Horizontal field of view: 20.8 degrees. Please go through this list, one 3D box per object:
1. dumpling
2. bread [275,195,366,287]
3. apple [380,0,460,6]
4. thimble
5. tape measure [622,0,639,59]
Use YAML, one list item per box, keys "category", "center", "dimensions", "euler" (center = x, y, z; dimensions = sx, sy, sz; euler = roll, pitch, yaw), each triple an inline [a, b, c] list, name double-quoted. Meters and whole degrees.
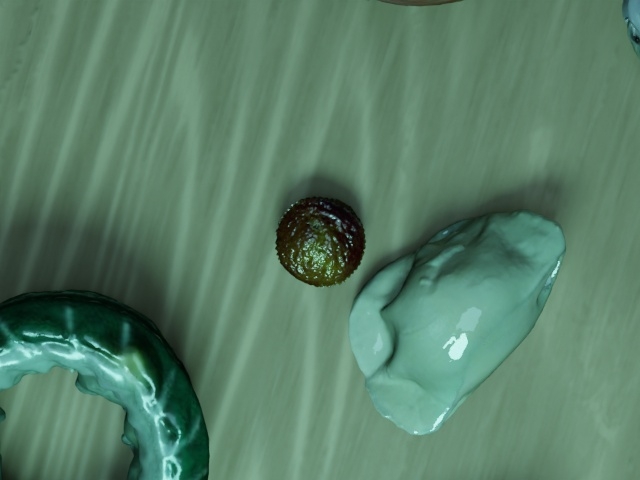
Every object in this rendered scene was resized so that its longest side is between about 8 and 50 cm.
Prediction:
- category: "dumpling"
  center: [0.115, 0.056, 1.547]
  dimensions: [0.229, 0.124, 0.151]
  euler: [-48, 57, -1]
- category: "bread"
  center: [0.000, 0.000, 1.562]
  dimensions: [0.085, 0.053, 0.085]
  euler: [0, 95, 0]
- category: "apple"
  center: [0.119, -0.360, 1.397]
  dimensions: [0.269, 0.345, 0.344]
  euler: [-1, 95, 11]
- category: "thimble"
  center: [-0.222, 0.187, 1.515]
  dimensions: [0.254, 0.167, 0.288]
  euler: [-24, 98, -3]
- category: "tape measure"
  center: [0.377, -0.195, 1.520]
  dimensions: [0.196, 0.105, 0.178]
  euler: [-43, 94, 2]
